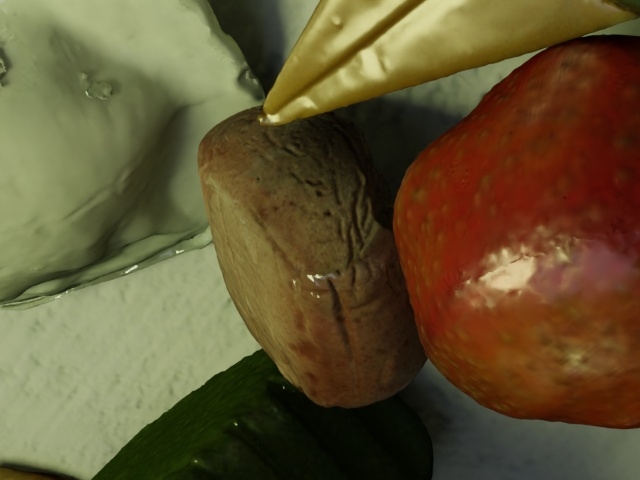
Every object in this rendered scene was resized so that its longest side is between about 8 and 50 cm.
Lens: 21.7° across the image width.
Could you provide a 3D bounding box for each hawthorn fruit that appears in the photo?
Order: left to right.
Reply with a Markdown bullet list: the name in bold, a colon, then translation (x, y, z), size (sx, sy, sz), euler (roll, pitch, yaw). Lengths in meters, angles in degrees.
- **hawthorn fruit**: translation (0.158, -0.009, 0.823), size (0.205, 0.205, 0.253), euler (50, 145, -5)

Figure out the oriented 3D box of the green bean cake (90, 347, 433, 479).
- **green bean cake**: translation (-0.067, 0.193, 1.056), size (0.247, 0.250, 0.156), euler (-35, 97, 39)

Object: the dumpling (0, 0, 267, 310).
- **dumpling**: translation (-0.201, -0.041, 1.041), size (0.341, 0.181, 0.260), euler (-42, 128, 2)

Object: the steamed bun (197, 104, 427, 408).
- **steamed bun**: translation (0.000, 0.000, 0.960), size (0.175, 0.106, 0.145), euler (-125, 18, -46)

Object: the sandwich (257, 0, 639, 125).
- **sandwich**: translation (0.079, -0.106, 0.872), size (0.144, 0.117, 0.187), euler (38, 130, 9)

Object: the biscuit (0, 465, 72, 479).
- **biscuit**: translation (-0.223, 0.314, 1.325), size (0.296, 0.102, 0.296), euler (16, 128, 22)
